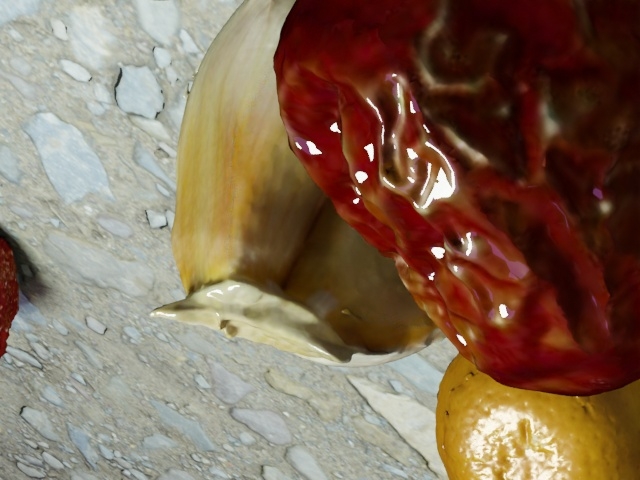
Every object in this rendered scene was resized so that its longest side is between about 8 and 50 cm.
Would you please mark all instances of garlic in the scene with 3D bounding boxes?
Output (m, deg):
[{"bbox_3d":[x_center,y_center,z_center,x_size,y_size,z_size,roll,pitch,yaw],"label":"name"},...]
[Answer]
[{"bbox_3d":[0.003,-0.051,1.179,0.286,0.313,0.249,12,167,16],"label":"garlic"}]

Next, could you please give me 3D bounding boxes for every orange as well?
[{"bbox_3d":[0.216,0.180,1.363,0.219,0.193,0.219,2,94,41],"label":"orange"}]

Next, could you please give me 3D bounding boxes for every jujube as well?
[{"bbox_3d":[0.141,-0.066,1.013,0.276,0.276,0.377,-1,134,43],"label":"jujube"}]

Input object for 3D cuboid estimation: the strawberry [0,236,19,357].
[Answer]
[{"bbox_3d":[-0.508,0.091,1.830,0.277,0.257,0.257,-116,2,-46],"label":"strawberry"}]
